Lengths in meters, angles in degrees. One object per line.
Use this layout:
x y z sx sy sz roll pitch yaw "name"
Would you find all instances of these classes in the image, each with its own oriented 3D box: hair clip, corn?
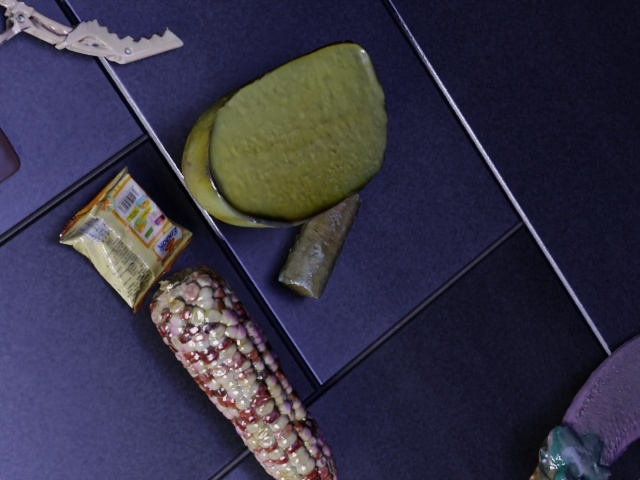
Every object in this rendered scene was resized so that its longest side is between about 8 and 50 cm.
-0.248 -0.206 1.943 0.226 0.034 0.072 12 82 -27 "hair clip"
-0.080 0.147 1.960 0.092 0.092 0.280 -39 105 -25 "corn"
0.370 0.188 2.194 0.358 0.110 0.096 -30 138 -31 "hair clip"

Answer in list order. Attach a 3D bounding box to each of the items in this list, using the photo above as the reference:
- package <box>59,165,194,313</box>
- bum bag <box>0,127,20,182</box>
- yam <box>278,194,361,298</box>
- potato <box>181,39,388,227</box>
-0.199 -0.003 1.945 0.121 0.031 0.108 47 67 -20 "package"
-0.381 -0.076 1.862 0.159 0.026 0.109 -37 100 -26 "bum bag"
0.000 0.000 2.035 0.054 0.054 0.132 32 70 -20 "yam"
-0.050 -0.101 1.988 0.271 0.111 0.160 -34 107 -40 "potato"
